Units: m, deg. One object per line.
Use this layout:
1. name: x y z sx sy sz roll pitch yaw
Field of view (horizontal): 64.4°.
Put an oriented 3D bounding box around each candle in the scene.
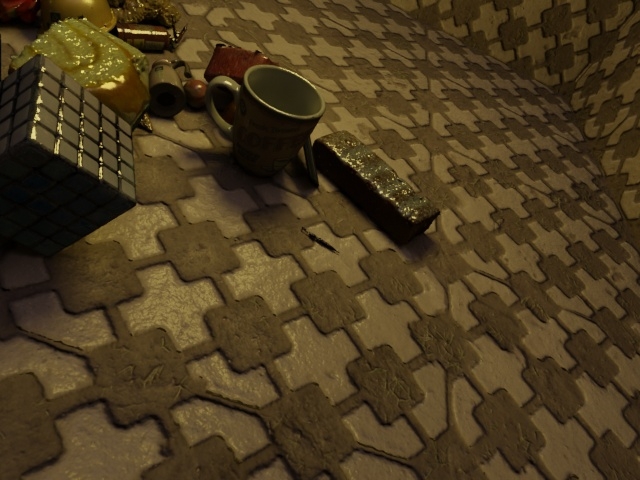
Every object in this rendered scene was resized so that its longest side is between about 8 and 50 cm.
1. candle: -0.189 -0.467 1.527 0.316 0.131 0.287 22 -1 -14

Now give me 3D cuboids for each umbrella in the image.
1. umbrella: -0.001 0.001 1.349 0.122 0.013 0.022 35 20 5

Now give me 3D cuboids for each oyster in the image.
1. oyster: -0.484 -0.331 1.366 0.093 0.034 0.051 27 48 -12

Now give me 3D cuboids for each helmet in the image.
1. helmet: -0.703 -0.664 1.432 0.205 0.140 0.257 9 45 7

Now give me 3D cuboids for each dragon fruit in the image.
1. dragon fruit: -0.870 -0.697 1.362 0.227 0.224 0.224 22 41 -29

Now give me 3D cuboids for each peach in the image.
1. peach: -0.367 -0.436 1.501 0.083 0.083 0.083 17 43 -17

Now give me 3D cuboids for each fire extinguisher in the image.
1. fire extinguisher: -0.527 -0.654 1.597 0.252 0.106 0.075 -15 39 -39

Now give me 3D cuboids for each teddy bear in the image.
1. teddy bear: -0.621 -0.828 1.677 0.256 0.156 0.267 43 43 15

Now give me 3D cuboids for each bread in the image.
1. bread: 0.161 -0.174 1.544 0.416 0.113 0.165 44 40 15
2. bread: -0.537 -0.348 1.202 0.264 0.239 0.395 24 39 -13

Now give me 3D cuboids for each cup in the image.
1. cup: -0.173 -0.315 1.368 0.301 0.257 0.227 18 40 -17

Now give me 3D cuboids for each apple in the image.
1. apple: -0.236 -0.366 1.496 0.114 0.102 0.099 -16 61 -40

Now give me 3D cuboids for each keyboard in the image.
1. keyboard: -0.027 -0.247 1.482 0.103 0.041 0.381 33 40 -73

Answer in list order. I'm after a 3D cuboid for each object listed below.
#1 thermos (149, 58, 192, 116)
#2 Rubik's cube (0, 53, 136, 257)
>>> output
1. thermos: -0.431 -0.456 1.451 0.105 0.137 0.193 53 12 -45
2. Rubik's cube: -0.514 -0.152 0.951 0.237 0.236 0.238 42 25 -51
